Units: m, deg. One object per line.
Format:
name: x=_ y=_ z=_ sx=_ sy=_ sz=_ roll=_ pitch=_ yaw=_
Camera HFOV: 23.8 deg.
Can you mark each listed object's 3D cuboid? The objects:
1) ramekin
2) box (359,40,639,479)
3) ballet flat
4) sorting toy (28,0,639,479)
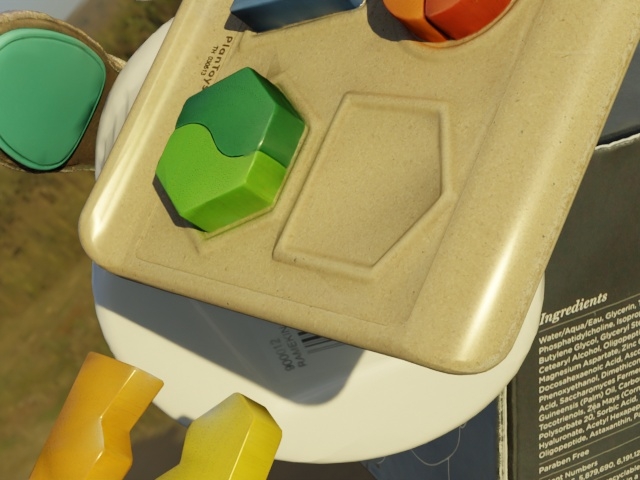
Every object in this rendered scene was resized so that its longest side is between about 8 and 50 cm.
ramekin: x=0.000 y=0.000 z=0.872 sx=0.277 sy=0.277 sz=0.135 roll=-45 pitch=25 yaw=30
box: x=0.166 y=0.018 z=1.577 sx=0.297 sy=0.471 sz=0.480 roll=-20 pitch=33 yaw=-23
ballet flat: x=-0.191 y=-0.101 z=1.076 sx=0.107 sy=0.106 sz=0.316 roll=-63 pitch=-23 yaw=1
sorting toy: x=-0.008 y=-0.026 z=0.598 sx=0.229 sy=0.041 sz=0.307 roll=14 pitch=76 yaw=43
